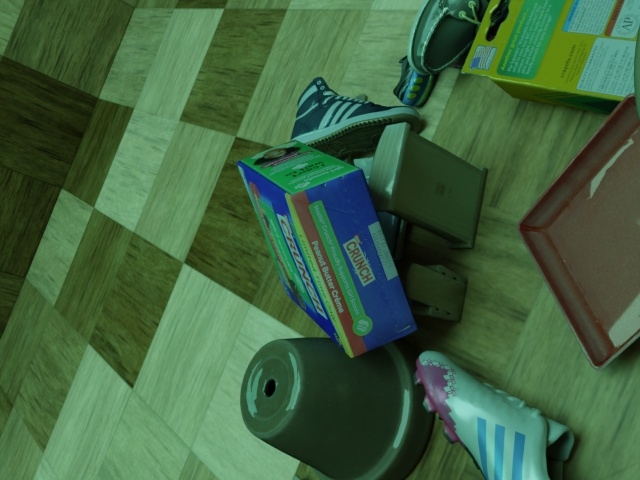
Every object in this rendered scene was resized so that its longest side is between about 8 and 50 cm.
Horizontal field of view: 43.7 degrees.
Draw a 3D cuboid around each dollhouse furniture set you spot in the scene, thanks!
[{"bbox_3d":[0.078,-0.031,1.318,0.303,0.198,0.286,-3,70,51],"label":"dollhouse furniture set"}]

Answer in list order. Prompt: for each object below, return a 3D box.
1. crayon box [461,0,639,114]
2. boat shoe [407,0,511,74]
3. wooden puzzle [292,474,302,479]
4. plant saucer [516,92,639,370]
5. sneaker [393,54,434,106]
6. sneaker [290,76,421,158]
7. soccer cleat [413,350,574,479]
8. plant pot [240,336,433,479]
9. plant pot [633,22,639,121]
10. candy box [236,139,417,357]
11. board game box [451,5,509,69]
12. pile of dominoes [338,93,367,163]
[{"bbox_3d":[0.383,-0.294,1.135,0.323,0.083,0.203,23,91,44],"label":"crayon box"},{"bbox_3d":[0.257,-0.400,1.309,0.305,0.109,0.091,-54,34,10],"label":"boat shoe"},{"bbox_3d":[-0.017,0.531,1.293,0.239,0.044,0.220,21,89,57],"label":"wooden puzzle"},{"bbox_3d":[0.388,-0.009,1.013,0.258,0.048,0.259,-57,36,37],"label":"plant saucer"},{"bbox_3d":[0.183,-0.337,1.447,0.078,0.067,0.188,33,102,46],"label":"sneaker"},{"bbox_3d":[0.061,-0.244,1.505,0.282,0.099,0.153,-12,59,33],"label":"sneaker"},{"bbox_3d":[0.248,0.254,1.061,0.143,0.116,0.331,-40,46,10],"label":"soccer cleat"},{"bbox_3d":[0.008,0.247,1.243,0.263,0.229,0.263,-26,53,40],"label":"plant pot"},{"bbox_3d":[0.466,-0.184,0.887,0.191,0.284,0.284,116,148,-41],"label":"plant pot"},{"bbox_3d":[0.000,0.000,1.244,0.122,0.268,0.317,-25,20,-13],"label":"candy box"},{"bbox_3d":[0.321,-0.338,1.311,0.281,0.027,0.145,30,95,53],"label":"board game box"},{"bbox_3d":[0.008,-0.162,1.622,0.196,0.040,0.251,-9,57,49],"label":"pile of dominoes"}]
